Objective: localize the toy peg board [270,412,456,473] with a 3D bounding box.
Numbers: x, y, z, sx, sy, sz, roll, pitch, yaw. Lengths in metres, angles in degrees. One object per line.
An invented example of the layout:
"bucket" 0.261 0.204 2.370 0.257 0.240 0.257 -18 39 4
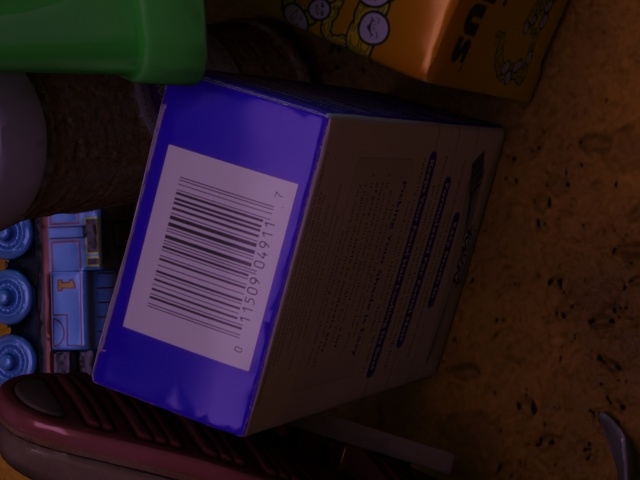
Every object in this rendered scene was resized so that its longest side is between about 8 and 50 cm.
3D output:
"toy peg board" -0.026 0.147 1.179 0.161 0.160 0.079 7 78 62

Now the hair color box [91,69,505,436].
"hair color box" 0.000 0.000 1.104 0.110 0.339 0.185 19 98 22

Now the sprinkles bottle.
"sprinkles bottle" -0.143 -0.081 1.160 0.121 0.355 0.121 6 101 30

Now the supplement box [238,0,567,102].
"supplement box" -0.006 -0.251 1.187 0.356 0.195 0.194 26 102 23

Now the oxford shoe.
"oxford shoe" -0.042 0.177 1.033 0.130 0.348 0.123 -62 25 9

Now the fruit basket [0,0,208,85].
"fruit basket" -0.140 -0.256 1.012 0.392 0.392 0.283 5 113 26

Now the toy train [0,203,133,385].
"toy train" -0.195 0.041 1.349 0.105 0.080 0.184 -2 89 20

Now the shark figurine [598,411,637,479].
"shark figurine" 0.107 0.228 1.184 0.278 0.116 0.166 -21 83 27
